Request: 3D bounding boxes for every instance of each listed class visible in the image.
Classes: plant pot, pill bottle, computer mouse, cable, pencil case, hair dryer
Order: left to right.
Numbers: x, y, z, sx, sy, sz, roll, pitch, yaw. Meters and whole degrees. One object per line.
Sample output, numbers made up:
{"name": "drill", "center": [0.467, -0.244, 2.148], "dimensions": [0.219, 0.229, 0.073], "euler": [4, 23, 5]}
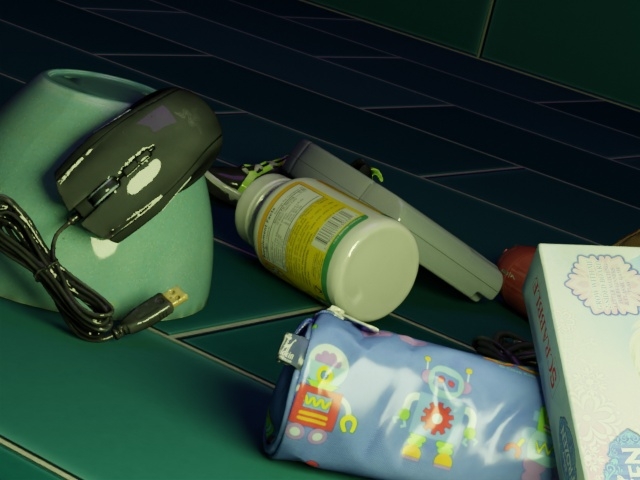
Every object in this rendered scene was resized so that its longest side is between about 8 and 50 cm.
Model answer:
{"name": "plant pot", "center": [-0.233, -0.061, 1.813], "dimensions": [0.290, 0.195, 0.290], "euler": [13, 14, -4]}
{"name": "computer mouse", "center": [-0.163, -0.028, 1.670], "dimensions": [0.262, 0.184, 0.060], "euler": [-37, -1, -28]}
{"name": "pill bottle", "center": [0.000, 0.000, 1.955], "dimensions": [0.117, 0.118, 0.208], "euler": [1, 19, -41]}
{"name": "pencil case", "center": [0.104, 0.142, 1.481], "dimensions": [0.306, 0.133, 0.119], "euler": [13, -5, -6]}
{"name": "cable", "center": [0.233, 0.140, 1.802], "dimensions": [0.184, 0.047, 0.150], "euler": [20, 20, 15]}
{"name": "hair dryer", "center": [0.311, 0.060, 2.095], "dimensions": [0.223, 0.080, 0.293], "euler": [16, 15, 6]}

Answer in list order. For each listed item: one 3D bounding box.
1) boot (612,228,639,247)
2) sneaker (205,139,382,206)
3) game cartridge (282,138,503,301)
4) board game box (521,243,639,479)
{"name": "boot", "center": [0.413, 0.104, 1.766], "dimensions": [0.109, 0.220, 0.283], "euler": [-42, 37, -26]}
{"name": "sneaker", "center": [-0.038, -0.085, 2.287], "dimensions": [0.234, 0.097, 0.084], "euler": [9, 15, -19]}
{"name": "game cartridge", "center": [0.073, -0.031, 2.123], "dimensions": [0.198, 0.062, 0.297], "euler": [38, -1, -31]}
{"name": "board game box", "center": [0.338, 0.144, 1.407], "dimensions": [0.318, 0.066, 0.319], "euler": [2, 48, -9]}
